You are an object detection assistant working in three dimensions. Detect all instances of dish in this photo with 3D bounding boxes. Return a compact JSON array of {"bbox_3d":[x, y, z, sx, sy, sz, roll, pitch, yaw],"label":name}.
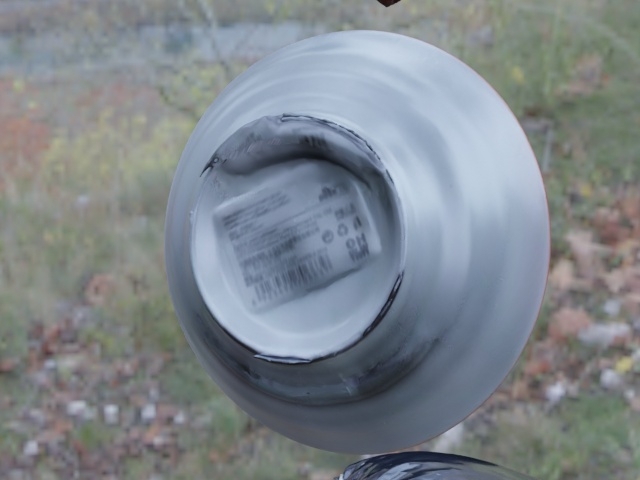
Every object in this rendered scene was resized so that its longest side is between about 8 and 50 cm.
[{"bbox_3d":[0.000,0.000,1.004,0.260,0.260,0.085,22,9,25],"label":"dish"}]

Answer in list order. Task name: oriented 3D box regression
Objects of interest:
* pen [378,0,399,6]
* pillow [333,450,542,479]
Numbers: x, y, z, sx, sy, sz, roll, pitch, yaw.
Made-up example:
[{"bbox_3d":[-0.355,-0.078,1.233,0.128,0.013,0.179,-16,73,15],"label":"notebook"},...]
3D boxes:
[{"bbox_3d":[-0.039,-0.178,0.878,0.026,0.026,0.218,-27,49,-37],"label":"pen"},{"bbox_3d":[0.060,0.102,0.454,0.141,0.055,0.208,17,7,6],"label":"pillow"}]
